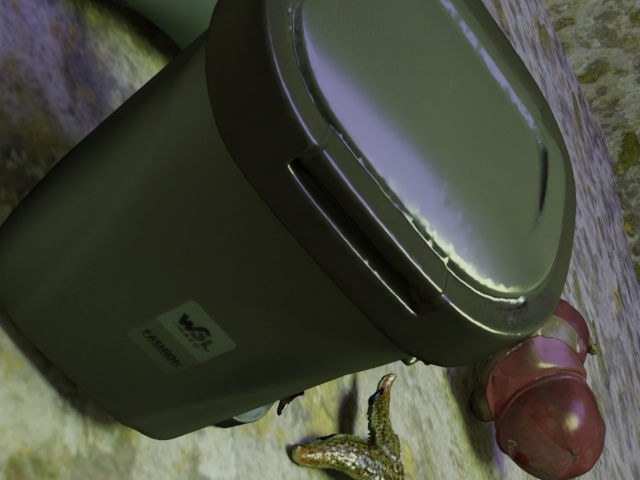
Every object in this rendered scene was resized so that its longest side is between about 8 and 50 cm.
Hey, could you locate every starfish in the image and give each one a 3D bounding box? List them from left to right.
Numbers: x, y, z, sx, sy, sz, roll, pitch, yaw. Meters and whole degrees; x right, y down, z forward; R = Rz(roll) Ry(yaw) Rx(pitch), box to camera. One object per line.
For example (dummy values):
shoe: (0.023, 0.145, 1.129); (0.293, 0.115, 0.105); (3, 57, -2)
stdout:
starfish: (0.045, 0.219, 0.768); (0.208, 0.053, 0.176); (-35, 116, -58)

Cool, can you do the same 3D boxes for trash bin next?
trash bin: (-0.026, -0.026, 0.493); (0.220, 0.250, 0.219); (50, 32, -18)

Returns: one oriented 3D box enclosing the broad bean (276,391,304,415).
broad bean: (0.000, 0.000, 0.783); (0.077, 0.061, 0.339); (31, 44, -28)

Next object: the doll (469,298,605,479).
doll: (0.261, 0.174, 1.107); (0.196, 0.152, 0.256); (43, 27, -21)

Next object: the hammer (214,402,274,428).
hammer: (-0.066, 0.023, 0.678); (0.103, 0.029, 0.246); (45, 35, -45)

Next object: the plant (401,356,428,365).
plant: (0.091, 0.045, 0.845); (0.194, 0.132, 0.129); (-64, 156, -73)

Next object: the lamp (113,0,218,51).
lamp: (-0.065, -0.187, 0.654); (0.314, 0.182, 0.182); (-16, 89, -56)
